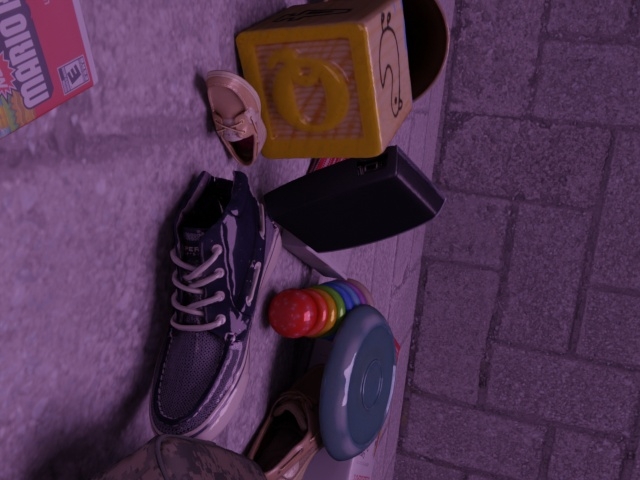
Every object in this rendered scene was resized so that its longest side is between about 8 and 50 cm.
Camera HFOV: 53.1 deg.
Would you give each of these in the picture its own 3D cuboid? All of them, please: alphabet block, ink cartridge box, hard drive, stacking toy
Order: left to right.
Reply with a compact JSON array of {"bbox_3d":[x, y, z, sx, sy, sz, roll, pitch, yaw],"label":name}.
[{"bbox_3d":[-0.002,0.144,1.260,0.330,0.141,0.141,8,91,-69],"label":"stacking toy"},{"bbox_3d":[0.016,-0.243,0.949,0.197,0.194,0.192,-57,141,-53],"label":"alphabet block"},{"bbox_3d":[0.060,0.394,1.521,0.279,0.161,0.384,57,45,-65],"label":"ink cartridge box"},{"bbox_3d":[0.051,-0.053,1.020,0.172,0.255,0.054,38,47,-41],"label":"hard drive"}]

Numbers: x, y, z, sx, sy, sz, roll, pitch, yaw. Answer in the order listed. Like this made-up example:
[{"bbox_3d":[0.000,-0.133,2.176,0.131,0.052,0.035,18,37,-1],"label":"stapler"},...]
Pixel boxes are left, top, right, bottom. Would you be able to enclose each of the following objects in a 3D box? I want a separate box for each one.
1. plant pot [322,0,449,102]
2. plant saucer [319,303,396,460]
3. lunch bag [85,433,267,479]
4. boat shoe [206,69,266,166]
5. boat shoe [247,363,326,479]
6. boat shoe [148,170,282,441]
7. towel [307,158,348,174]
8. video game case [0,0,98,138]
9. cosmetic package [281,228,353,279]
[{"bbox_3d":[0.111,-0.375,1.217,0.254,0.237,0.236,-75,170,-72],"label":"plant pot"},{"bbox_3d":[0.090,0.289,1.300,0.318,0.044,0.317,-20,112,-61],"label":"plant saucer"},{"bbox_3d":[-0.172,0.364,0.669,0.212,0.256,0.305,58,1,25],"label":"lunch bag"},{"bbox_3d":[-0.110,-0.155,0.846,0.170,0.063,0.059,64,33,-63],"label":"boat shoe"},{"bbox_3d":[-0.041,0.351,1.245,0.341,0.122,0.110,-57,152,-49],"label":"boat shoe"},{"bbox_3d":[-0.148,0.069,0.784,0.158,0.127,0.340,67,28,-49],"label":"boat shoe"},{"bbox_3d":[0.032,-0.122,1.380,0.274,0.031,0.198,70,35,-55],"label":"towel"},{"bbox_3d":[-0.263,-0.152,0.424,0.285,0.025,0.203,-58,152,-50],"label":"video game case"},{"bbox_3d":[0.000,0.000,1.256,0.239,0.061,0.098,42,57,-63],"label":"cosmetic package"}]
